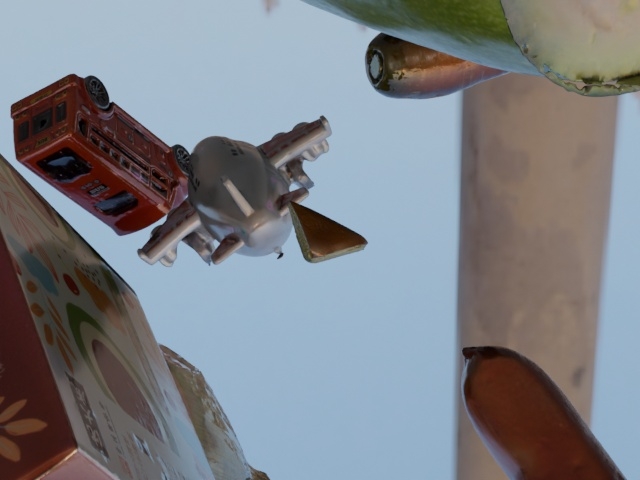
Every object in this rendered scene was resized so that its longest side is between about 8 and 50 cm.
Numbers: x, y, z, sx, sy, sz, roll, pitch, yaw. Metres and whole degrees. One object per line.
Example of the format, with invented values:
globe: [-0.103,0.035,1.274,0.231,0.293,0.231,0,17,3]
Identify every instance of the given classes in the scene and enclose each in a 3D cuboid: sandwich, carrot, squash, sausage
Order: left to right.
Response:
sandwich: [0.000,0.000,1.473,0.083,0.031,0.044,26,-110,-7]
carrot: [0.144,-0.199,1.762,0.193,0.087,0.087,-11,-152,-20]
squash: [0.124,-0.273,1.272,0.263,0.263,0.384,-16,-154,-29]
sausage: [0.201,0.202,1.260,0.083,0.089,0.300,-34,-109,7]

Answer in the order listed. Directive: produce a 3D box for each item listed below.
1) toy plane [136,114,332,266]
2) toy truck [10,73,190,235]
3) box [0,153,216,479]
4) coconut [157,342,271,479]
toy plane: [-0.089,-0.050,1.772,0.252,0.118,0.252,-31,-159,14]
toy truck: [-0.252,-0.089,1.950,0.107,0.252,0.114,-25,-129,23]
box: [-0.229,0.130,1.424,0.122,0.344,0.385,-32,-128,4]
coconut: [-0.241,0.291,1.853,0.404,0.405,0.404,-1,-154,0]
